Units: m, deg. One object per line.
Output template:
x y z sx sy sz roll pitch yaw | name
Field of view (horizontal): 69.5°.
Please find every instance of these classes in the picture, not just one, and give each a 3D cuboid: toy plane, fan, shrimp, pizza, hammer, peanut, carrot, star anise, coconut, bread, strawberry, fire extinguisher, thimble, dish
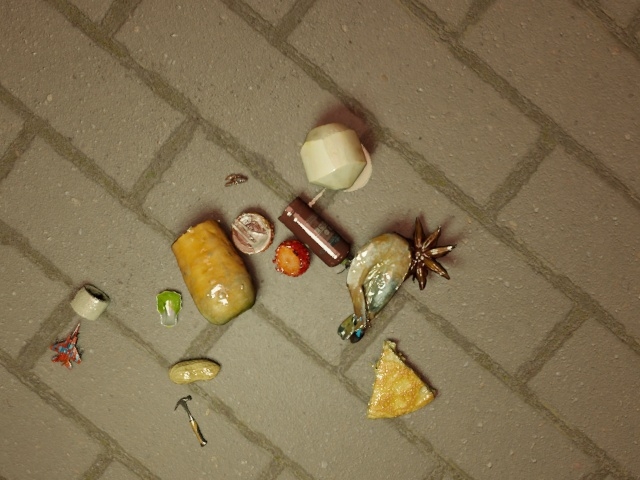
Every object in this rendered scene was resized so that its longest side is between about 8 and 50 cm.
-0.942 0.392 1.742 0.130 0.061 0.189 27 89 1 | toy plane
0.049 -0.223 1.698 0.191 0.009 0.329 45 93 -1 | fan
-0.316 -0.223 1.702 0.092 0.029 0.038 -13 93 7 | shrimp
0.281 0.501 1.699 0.280 0.075 0.287 -10 91 -1 | pizza
-0.491 0.695 1.759 0.078 0.021 0.200 -25 91 3 | hammer
-0.471 0.487 1.714 0.194 0.093 0.083 -9 79 5 | peanut
-0.373 0.119 1.626 0.224 0.224 0.340 -31 87 3 | carrot
0.172 0.173 1.615 0.221 0.110 0.445 12 111 -25 | shrimp
0.368 0.053 1.658 0.272 0.103 0.271 -3 84 31 | star anise
0.045 -0.277 1.590 0.241 0.241 0.241 0 93 2 | coconut
-0.248 -0.025 1.688 0.161 0.073 0.160 0 90 1 | bread
-0.099 0.063 1.667 0.145 0.086 0.145 19 127 27 | strawberry
0.000 0.000 1.652 0.337 0.135 0.114 42 136 -1 | fire extinguisher
-0.850 0.229 1.708 0.115 0.102 0.090 36 93 -7 | thimble
-0.564 0.255 1.731 0.091 0.039 0.137 1 94 -3 | dish
